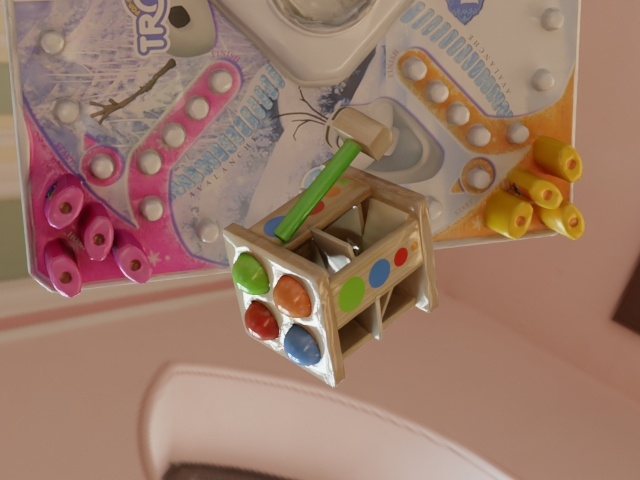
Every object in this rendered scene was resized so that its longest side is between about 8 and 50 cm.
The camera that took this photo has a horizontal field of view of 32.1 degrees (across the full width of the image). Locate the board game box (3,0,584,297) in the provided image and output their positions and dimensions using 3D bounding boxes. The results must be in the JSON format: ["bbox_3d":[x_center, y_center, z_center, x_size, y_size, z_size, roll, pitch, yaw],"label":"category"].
[{"bbox_3d":[0.003,-0.169,0.697,0.390,0.050,0.390,-6,-74,-18],"label":"board game box"}]

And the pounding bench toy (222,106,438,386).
[{"bbox_3d":[0.000,0.000,0.410,0.065,0.052,0.083,-34,-48,-30],"label":"pounding bench toy"}]
